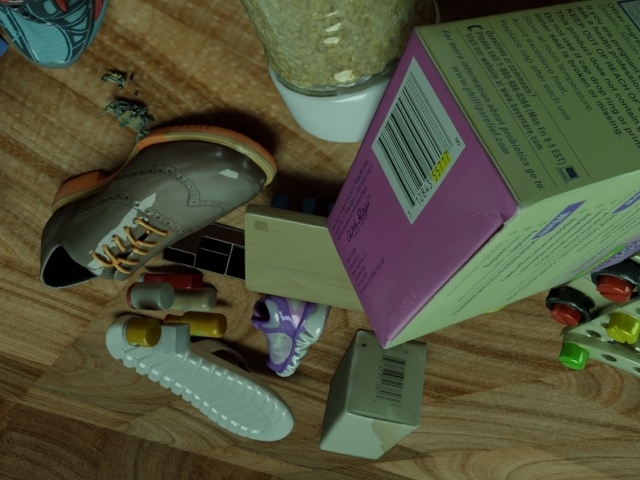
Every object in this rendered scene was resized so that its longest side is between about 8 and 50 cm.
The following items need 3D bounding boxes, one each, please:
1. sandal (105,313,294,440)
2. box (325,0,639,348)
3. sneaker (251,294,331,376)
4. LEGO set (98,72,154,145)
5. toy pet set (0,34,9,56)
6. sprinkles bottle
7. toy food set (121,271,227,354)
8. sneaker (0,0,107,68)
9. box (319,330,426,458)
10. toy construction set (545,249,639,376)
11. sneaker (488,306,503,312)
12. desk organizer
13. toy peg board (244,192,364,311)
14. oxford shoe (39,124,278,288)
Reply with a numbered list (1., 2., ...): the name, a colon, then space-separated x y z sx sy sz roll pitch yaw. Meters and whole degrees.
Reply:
1. sandal: -0.214 0.252 1.226 0.416 0.102 0.169 37 129 -17
2. box: 0.154 -0.046 0.432 0.243 0.117 0.213 -16 158 -20
3. sneaker: -0.058 0.129 0.962 0.105 0.095 0.236 21 145 -4
4. LEGO set: -0.188 -0.133 0.616 0.054 0.023 0.083 15 137 -11
5. toy pet set: -0.317 -0.173 0.497 0.065 0.122 0.114 -5 163 18
6. sprinkles bottle: -0.021 -0.206 0.320 0.121 0.121 0.355 -1 148 21
7. toy food set: -0.238 0.105 0.935 0.105 0.111 0.232 1 180 19
8. sneaker: -0.213 -0.195 0.402 0.104 0.125 0.261 14 151 -3
9. box: 0.085 0.289 1.125 0.121 0.147 0.311 12 152 -2
10. toy construction set: 0.356 0.065 0.622 0.215 0.151 0.327 30 146 6
11. sneaker: 0.173 0.018 0.685 0.094 0.081 0.208 -14 142 34
12. desk organizer: -0.136 0.011 0.812 0.130 0.050 0.047 15 151 -6
13. toy peg board: 0.000 0.000 0.723 0.162 0.079 0.160 10 146 1
14. oxford shoe: -0.191 -0.019 0.695 0.364 0.132 0.130 -17 139 40
